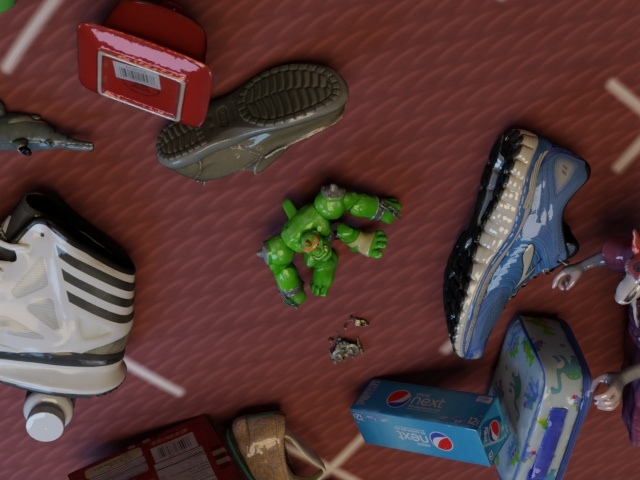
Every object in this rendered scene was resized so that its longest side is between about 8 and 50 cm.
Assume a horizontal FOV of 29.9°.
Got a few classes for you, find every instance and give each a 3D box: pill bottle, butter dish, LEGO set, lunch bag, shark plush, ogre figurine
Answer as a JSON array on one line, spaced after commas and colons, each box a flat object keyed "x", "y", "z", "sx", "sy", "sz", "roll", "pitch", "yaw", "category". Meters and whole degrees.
[{"x": -0.367, "y": 0.216, "z": 1.625, "sx": 0.067, "sy": 0.120, "sz": 0.067, "roll": -2, "pitch": 120, "yaw": -3, "category": "pill bottle"}, {"x": -0.191, "y": -0.225, "z": 1.389, "sx": 0.160, "sy": 0.118, "sz": 0.160, "roll": 20, "pitch": 158, "yaw": -3, "category": "butter dish"}, {"x": 0.038, "y": 0.144, "z": 1.669, "sx": 0.054, "sy": 0.023, "sz": 0.083, "roll": 5, "pitch": 120, "yaw": -7, "category": "LEGO set"}, {"x": 0.298, "y": 0.230, "z": 1.650, "sx": 0.090, "sy": 0.176, "sz": 0.219, "roll": 5, "pitch": 119, "yaw": -10, "category": "lunch bag"}, {"x": -0.362, "y": -0.116, "z": 1.461, "sx": 0.161, "sy": 0.067, "sz": 0.073, "roll": 17, "pitch": 117, "yaw": -14, "category": "shark plush"}, {"x": 0.000, "y": 0.000, "z": 1.547, "sx": 0.197, "sy": 0.097, "sz": 0.118, "roll": -28, "pitch": 138, "yaw": 29, "category": "ogre figurine"}]

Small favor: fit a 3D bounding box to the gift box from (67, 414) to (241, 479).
[{"x": -0.191, "y": 0.425, "z": 1.696, "sx": 0.255, "sy": 0.276, "sz": 0.258, "roll": -20, "pitch": 117, "yaw": -8, "category": "gift box"}]

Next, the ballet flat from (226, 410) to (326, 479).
[{"x": -0.031, "y": 0.375, "z": 1.758, "sx": 0.106, "sy": 0.107, "sz": 0.316, "roll": -24, "pitch": 121, "yaw": 1, "category": "ballet flat"}]

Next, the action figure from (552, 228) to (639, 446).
[{"x": 0.450, "y": 0.112, "z": 1.508, "sx": 0.276, "sy": 0.248, "sz": 0.370, "roll": -12, "pitch": 143, "yaw": 7, "category": "action figure"}]

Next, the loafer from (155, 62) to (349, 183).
[{"x": -0.077, "y": -0.139, "z": 1.468, "sx": 0.251, "sy": 0.094, "sz": 0.087, "roll": -17, "pitch": 145, "yaw": 16, "category": "loafer"}]

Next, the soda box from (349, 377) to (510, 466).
[{"x": 0.149, "y": 0.248, "z": 1.650, "sx": 0.210, "sy": 0.067, "sz": 0.071, "roll": 4, "pitch": 130, "yaw": 39, "category": "soda box"}]

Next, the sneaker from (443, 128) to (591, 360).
[{"x": 0.258, "y": 0.024, "z": 1.555, "sx": 0.147, "sy": 0.130, "sz": 0.330, "roll": 14, "pitch": 118, "yaw": -10, "category": "sneaker"}]

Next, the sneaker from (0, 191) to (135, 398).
[{"x": -0.451, "y": 0.044, "z": 1.519, "sx": 0.447, "sy": 0.169, "sz": 0.257, "roll": 7, "pitch": 111, "yaw": -17, "category": "sneaker"}]

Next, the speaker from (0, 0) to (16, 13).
[{"x": -0.395, "y": -0.390, "z": 1.264, "sx": 0.131, "sy": 0.131, "sz": 0.296, "roll": -3, "pitch": 121, "yaw": -3, "category": "speaker"}]
